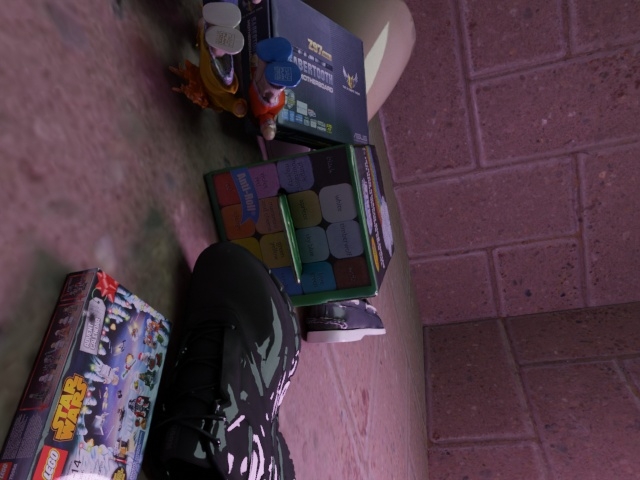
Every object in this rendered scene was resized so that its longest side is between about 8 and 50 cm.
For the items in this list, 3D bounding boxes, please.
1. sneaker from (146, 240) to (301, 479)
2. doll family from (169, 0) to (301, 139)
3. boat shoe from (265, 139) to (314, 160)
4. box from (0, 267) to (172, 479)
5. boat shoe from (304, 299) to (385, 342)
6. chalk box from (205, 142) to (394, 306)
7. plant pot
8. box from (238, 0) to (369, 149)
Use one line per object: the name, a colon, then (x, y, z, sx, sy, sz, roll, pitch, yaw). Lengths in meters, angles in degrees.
sneaker: (-0.085, 0.134, 0.408, 0.130, 0.109, 0.286, 30, 50, -63)
doll family: (-0.104, -0.233, 0.509, 0.163, 0.119, 0.262, 154, -68, -73)
boat shoe: (-0.028, -0.132, 0.793, 0.079, 0.095, 0.254, -34, 115, -72)
box: (-0.150, 0.100, 0.322, 0.094, 0.027, 0.136, 59, 26, -51)
boat shoe: (0.057, 0.139, 0.902, 0.302, 0.115, 0.091, 24, 63, -73)
chalk box: (-0.018, -0.022, 0.608, 0.289, 0.179, 0.180, -37, 117, -72)
plant pot: (0.028, -0.311, 0.904, 0.256, 0.257, 0.273, 61, 41, -51)
box: (-0.014, -0.230, 0.681, 0.233, 0.059, 0.183, 0, 85, -54)
